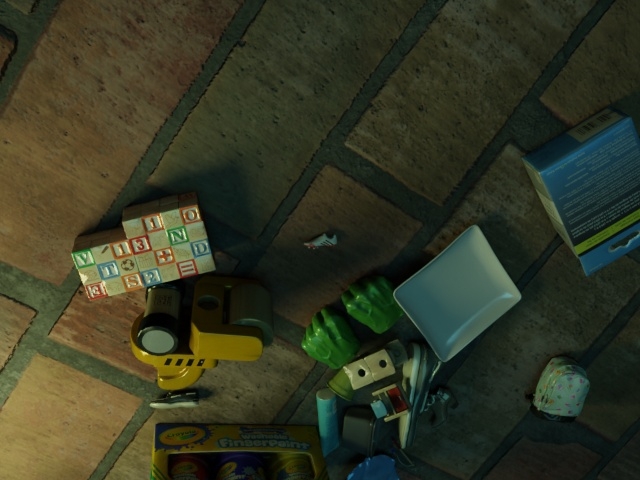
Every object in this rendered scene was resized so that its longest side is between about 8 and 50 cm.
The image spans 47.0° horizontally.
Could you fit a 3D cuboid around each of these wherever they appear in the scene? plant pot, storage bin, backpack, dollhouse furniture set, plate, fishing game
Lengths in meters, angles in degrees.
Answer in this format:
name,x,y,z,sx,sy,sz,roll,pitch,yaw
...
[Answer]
name,x,y,z,sx,sy,sz,roll,pitch,yaw
plant pot,0.072,0.370,1.953,0.083,0.083,0.079,33,93,-23
storage bin,0.112,0.517,2.025,0.091,0.098,0.135,12,115,14
backpack,0.682,0.420,2.073,0.152,0.115,0.182,8,110,-12
dollhouse furniture set,0.172,0.367,1.878,0.129,0.129,0.183,-28,85,23
plate,0.348,0.134,1.890,0.278,0.045,0.277,-40,117,-4
fishing game,0.145,0.694,2.118,0.264,0.041,0.189,-42,120,-8

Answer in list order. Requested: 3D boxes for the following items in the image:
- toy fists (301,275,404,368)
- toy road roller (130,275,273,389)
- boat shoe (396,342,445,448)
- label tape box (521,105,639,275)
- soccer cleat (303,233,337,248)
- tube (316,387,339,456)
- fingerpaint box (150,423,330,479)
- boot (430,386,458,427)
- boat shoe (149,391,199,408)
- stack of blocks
name,x,y,z,sx,sy,sz,roll,pitch,yaw
toy fists,0.075,0.197,1.861,0.279,0.096,0.142,-39,126,7
toy road roller,-0.282,0.228,1.751,0.330,0.202,0.240,3,126,-7
boat shoe,0.270,0.426,1.994,0.099,0.116,0.319,3,109,-9
label tape box,0.686,-0.118,1.825,0.249,0.115,0.347,-32,119,5
soccer cleat,0.000,0.000,1.790,0.083,0.029,0.035,-1,106,-14
tube,0.022,0.502,2.013,0.080,0.052,0.207,-25,122,-38
fingerpaint box,-0.203,0.637,1.854,0.445,0.371,0.163,4,113,-12
boot,0.327,0.464,2.067,0.087,0.042,0.118,37,102,-17
boat shoe,-0.376,0.411,1.900,0.125,0.038,0.046,-3,157,-4
stack of blocks,-0.404,0.011,1.679,0.297,0.087,0.171,-14,117,-4
